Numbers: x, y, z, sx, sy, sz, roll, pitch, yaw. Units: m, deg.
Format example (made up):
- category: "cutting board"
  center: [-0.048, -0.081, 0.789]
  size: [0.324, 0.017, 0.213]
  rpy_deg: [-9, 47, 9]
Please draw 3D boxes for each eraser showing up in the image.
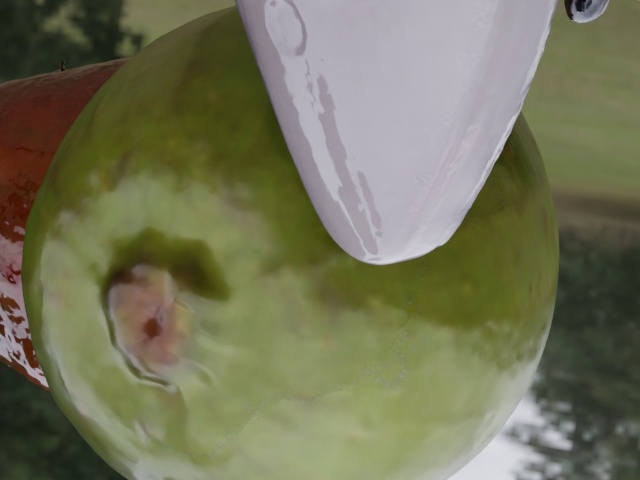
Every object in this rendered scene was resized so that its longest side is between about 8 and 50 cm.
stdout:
- category: "eraser"
  center: [0.009, -0.105, 0.646]
  size: [0.059, 0.243, 0.204]
  rpy_deg: [-16, -157, -34]

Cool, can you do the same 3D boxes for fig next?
- category: "fig"
  center: [0.000, 0.000, 1.001]
  size: [0.258, 0.258, 0.326]
  rpy_deg: [10, -159, 19]

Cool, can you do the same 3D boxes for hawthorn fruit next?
- category: "hawthorn fruit"
  center: [-0.150, -0.012, 1.222]
  size: [0.261, 0.224, 0.224]
  rpy_deg: [14, -179, -5]

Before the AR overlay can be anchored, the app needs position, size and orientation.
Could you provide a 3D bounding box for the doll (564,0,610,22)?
- category: "doll"
  center: [0.321, -0.227, 1.231]
  size: [0.318, 0.209, 0.340]
  rpy_deg: [-36, 157, 26]
